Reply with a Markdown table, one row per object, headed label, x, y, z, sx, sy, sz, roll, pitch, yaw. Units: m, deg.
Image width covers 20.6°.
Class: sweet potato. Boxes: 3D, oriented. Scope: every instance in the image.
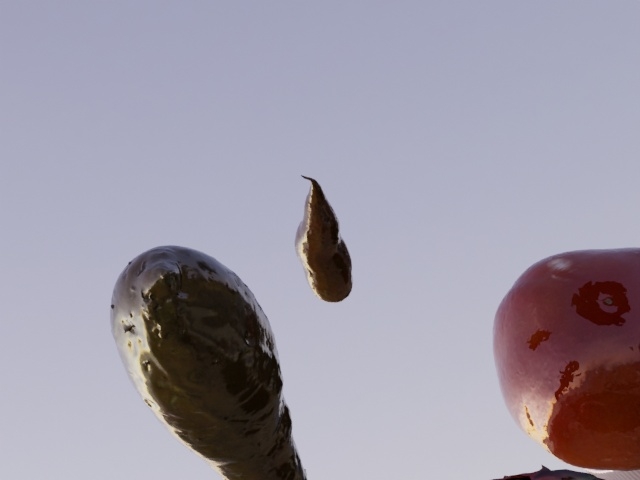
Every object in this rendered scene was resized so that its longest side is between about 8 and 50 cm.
| label | x | y | z | sx | sy | sz | roll | pitch | yaw |
| --- | --- | --- | --- | --- | --- | --- | --- | --- | --- |
| sweet potato | -0.082 | 0.137 | 1.523 | 0.130 | 0.130 | 0.422 | -30 | -42 | -7 |
| sweet potato | 0.000 | 0.000 | 1.767 | 0.056 | 0.056 | 0.195 | -28 | -37 | -12 |

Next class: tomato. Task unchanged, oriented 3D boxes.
| label | x | y | z | sx | sy | sz | roll | pitch | yaw |
| --- | --- | --- | --- | --- | --- | --- | --- | --- | --- |
| tomato | 0.299 | 0.116 | 1.835 | 0.260 | 0.260 | 0.180 | -26 | -41 | -15 |

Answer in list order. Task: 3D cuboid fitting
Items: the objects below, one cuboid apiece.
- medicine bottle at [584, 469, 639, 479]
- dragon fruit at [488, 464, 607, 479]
| label | x | y | z | sx | sy | sz | roll | pitch | yaw |
| --- | --- | --- | --- | --- | --- | --- | --- | --- | --- |
| medicine bottle | 0.461 | 0.237 | 2.040 | 0.252 | 0.241 | 0.252 | -43 | 17 | 16 |
| dragon fruit | 0.200 | 0.360 | 1.542 | 0.296 | 0.301 | 0.295 | -10 | 17 | 3 |
